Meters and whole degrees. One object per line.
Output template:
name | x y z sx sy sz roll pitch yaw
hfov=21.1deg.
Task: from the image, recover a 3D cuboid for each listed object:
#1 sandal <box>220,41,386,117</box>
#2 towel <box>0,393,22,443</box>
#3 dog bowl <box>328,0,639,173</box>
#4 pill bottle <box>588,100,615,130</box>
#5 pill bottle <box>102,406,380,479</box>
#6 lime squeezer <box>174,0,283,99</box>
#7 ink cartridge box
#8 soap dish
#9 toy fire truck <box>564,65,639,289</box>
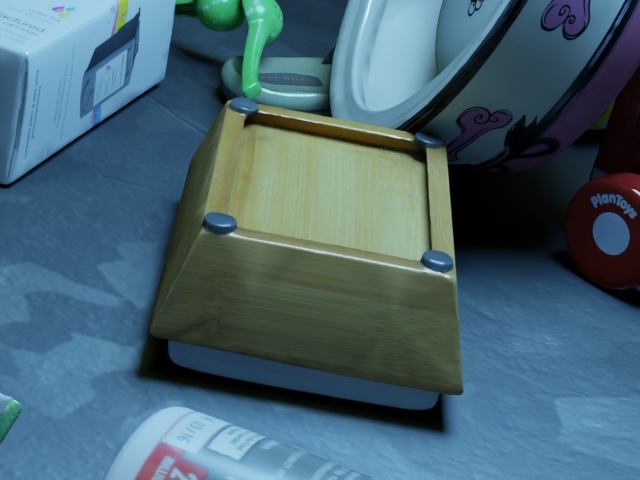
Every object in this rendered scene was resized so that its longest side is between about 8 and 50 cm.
sandal | 0.049 -0.174 1.719 0.303 0.086 0.120 -4 29 -27
towel | -0.343 0.119 0.869 0.325 0.038 0.247 21 71 20
dog bowl | 0.174 -0.239 1.532 0.150 0.408 0.408 26 22 -20
pill bottle | 0.344 -0.187 1.822 0.246 0.136 0.136 -4 31 -31
pill bottle | 0.020 0.205 0.890 0.283 0.161 0.161 19 27 13
lime squeezer | -0.103 -0.210 1.710 0.310 0.110 0.059 33 -12 51
ink cartridge box | -0.295 -0.188 1.554 0.226 0.131 0.306 19 29 12
soap dish | 0.000 0.000 1.330 0.229 0.118 0.291 11 28 -4
toy fire truck | 0.363 -0.058 1.447 0.169 0.253 0.302 -16 38 -43
